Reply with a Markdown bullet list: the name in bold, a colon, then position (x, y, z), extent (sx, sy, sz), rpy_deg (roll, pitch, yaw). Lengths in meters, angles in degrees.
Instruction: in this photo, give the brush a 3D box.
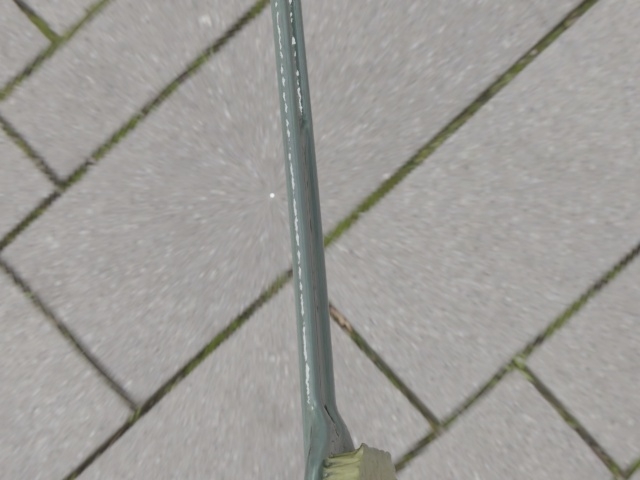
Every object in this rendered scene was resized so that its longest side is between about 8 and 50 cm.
- **brush**: position (0.000, 0.000, 0.586), extent (0.027, 0.062, 0.266), rpy_deg (-12, 72, 16)
